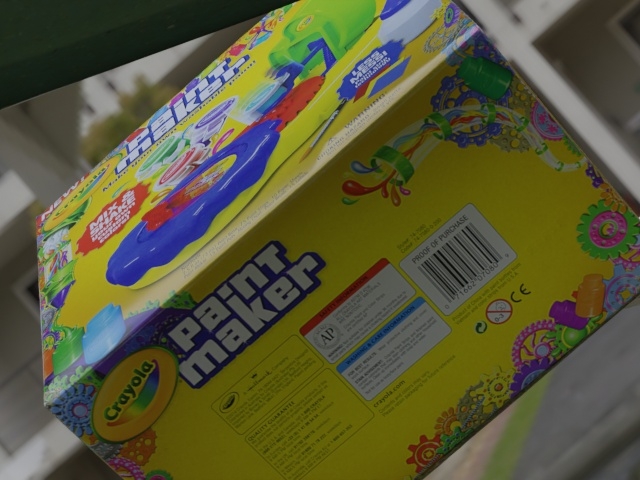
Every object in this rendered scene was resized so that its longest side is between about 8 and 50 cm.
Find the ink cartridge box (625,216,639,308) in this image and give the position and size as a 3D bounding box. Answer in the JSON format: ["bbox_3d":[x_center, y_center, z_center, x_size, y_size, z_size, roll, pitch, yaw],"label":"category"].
[{"bbox_3d":[0.336,0.001,1.525,0.104,0.060,0.180,-12,-16,-19],"label":"ink cartridge box"}]

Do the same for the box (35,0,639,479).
[{"bbox_3d":[0.000,0.000,0.973,0.290,0.177,0.279,-41,22,6],"label":"box"}]

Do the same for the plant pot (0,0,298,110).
[{"bbox_3d":[-0.100,-0.210,0.667,0.334,0.341,0.341,-16,-9,-14],"label":"plant pot"}]
